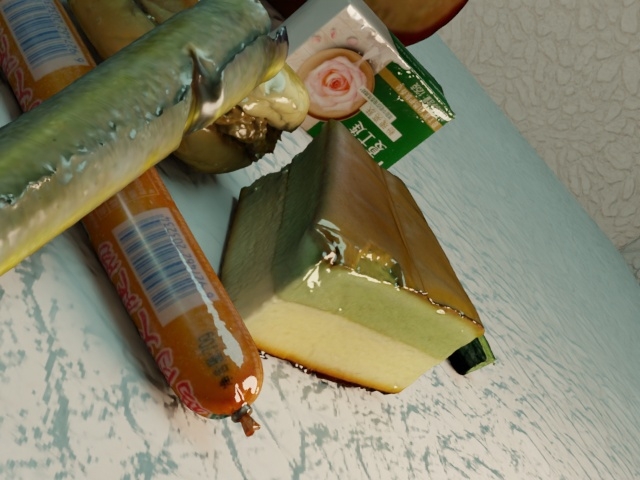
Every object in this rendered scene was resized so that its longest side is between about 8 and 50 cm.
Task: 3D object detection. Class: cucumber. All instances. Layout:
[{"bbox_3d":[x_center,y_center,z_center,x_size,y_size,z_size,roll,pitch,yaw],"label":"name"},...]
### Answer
[{"bbox_3d":[0.133,0.062,1.096,0.070,0.046,0.220,39,23,-44],"label":"cucumber"}]

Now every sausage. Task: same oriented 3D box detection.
[{"bbox_3d":[-0.123,-0.037,0.609,0.347,0.053,0.053,58,18,20],"label":"sausage"}]

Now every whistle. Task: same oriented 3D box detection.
[{"bbox_3d":[-0.110,-0.062,0.554,0.068,0.057,0.326,26,36,11],"label":"whistle"}]

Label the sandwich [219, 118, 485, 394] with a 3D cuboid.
[{"bbox_3d":[0.000,0.000,0.767,0.220,0.108,0.186,25,31,-51],"label":"sandwich"}]

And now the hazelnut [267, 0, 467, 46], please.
[{"bbox_3d":[0.039,-0.451,1.400,0.409,0.359,0.359,46,16,-48],"label":"hazelnut"}]

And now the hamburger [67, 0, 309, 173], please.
[{"bbox_3d":[-0.095,-0.149,0.785,0.213,0.108,0.213,56,9,-14],"label":"hamburger"}]

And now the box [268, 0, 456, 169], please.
[{"bbox_3d":[0.036,-0.173,1.159,0.199,0.135,0.081,40,21,-31],"label":"box"}]
